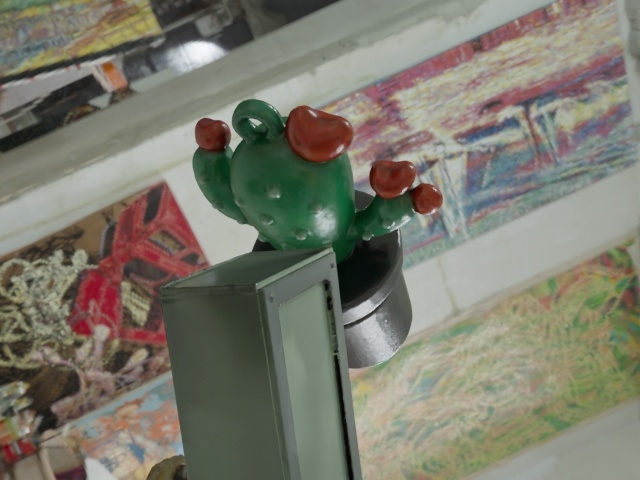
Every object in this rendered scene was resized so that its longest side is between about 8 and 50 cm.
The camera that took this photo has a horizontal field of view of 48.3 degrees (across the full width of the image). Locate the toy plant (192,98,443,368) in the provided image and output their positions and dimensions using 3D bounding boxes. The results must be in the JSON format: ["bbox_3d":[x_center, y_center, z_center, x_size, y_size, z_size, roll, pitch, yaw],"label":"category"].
[{"bbox_3d":[-0.010,-0.006,0.822,0.279,0.185,0.400,36,-17,36],"label":"toy plant"}]

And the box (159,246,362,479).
[{"bbox_3d":[-0.034,0.127,0.540,0.129,0.086,0.225,-25,109,-64],"label":"box"}]

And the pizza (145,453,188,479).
[{"bbox_3d":[-0.168,0.369,0.535,0.278,0.114,0.408,25,61,-47],"label":"pizza"}]
